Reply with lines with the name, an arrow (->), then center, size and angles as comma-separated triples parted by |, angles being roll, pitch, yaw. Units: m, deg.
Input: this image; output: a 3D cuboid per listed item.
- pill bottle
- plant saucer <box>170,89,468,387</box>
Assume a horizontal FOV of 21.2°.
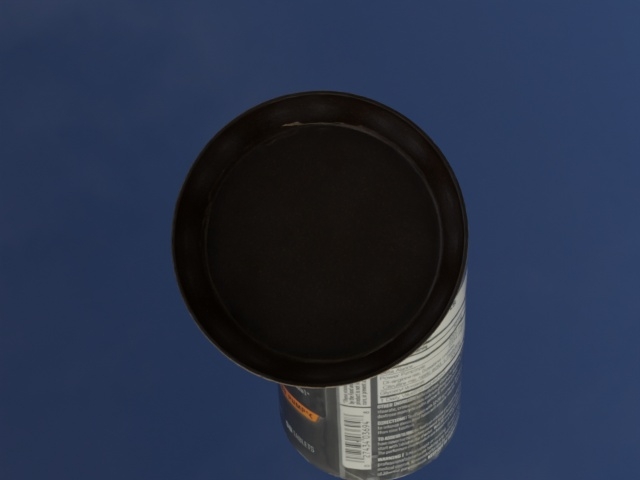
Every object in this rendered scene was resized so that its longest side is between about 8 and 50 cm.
pill bottle -> 0.032, 0.040, 1.124 | 0.246, 0.130, 0.130 | 87, -166, -48
plant saucer -> 0.000, 0.000, 0.969 | 0.029, 0.168, 0.168 | 52, -160, -80
